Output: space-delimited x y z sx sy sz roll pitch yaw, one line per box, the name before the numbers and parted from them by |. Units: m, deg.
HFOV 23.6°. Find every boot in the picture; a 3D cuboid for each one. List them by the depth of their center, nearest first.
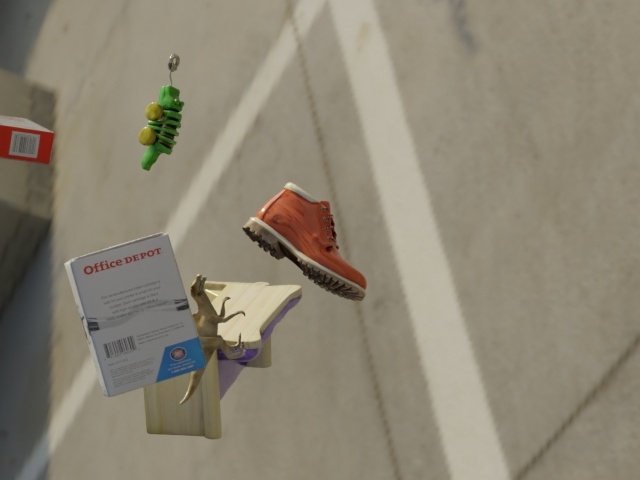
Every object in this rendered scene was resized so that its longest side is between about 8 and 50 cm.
boot | 0.000 0.000 1.671 0.085 0.158 0.059 -49 -17 -14

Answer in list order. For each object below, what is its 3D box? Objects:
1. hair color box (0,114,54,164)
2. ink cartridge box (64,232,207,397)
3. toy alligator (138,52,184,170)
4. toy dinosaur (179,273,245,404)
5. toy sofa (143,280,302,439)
hair color box | -0.383 -0.128 1.892 0.141 0.072 0.043 27 108 64
ink cartridge box | -0.250 0.099 2.060 0.082 0.139 0.191 167 87 -75
toy alligator | -0.234 -0.198 2.369 0.051 0.056 0.190 12 84 36
toy dinosaur | -0.155 0.141 2.135 0.053 0.092 0.183 138 137 -78
toy sofa | -0.143 0.179 2.389 0.362 0.177 0.150 -52 -38 -73
